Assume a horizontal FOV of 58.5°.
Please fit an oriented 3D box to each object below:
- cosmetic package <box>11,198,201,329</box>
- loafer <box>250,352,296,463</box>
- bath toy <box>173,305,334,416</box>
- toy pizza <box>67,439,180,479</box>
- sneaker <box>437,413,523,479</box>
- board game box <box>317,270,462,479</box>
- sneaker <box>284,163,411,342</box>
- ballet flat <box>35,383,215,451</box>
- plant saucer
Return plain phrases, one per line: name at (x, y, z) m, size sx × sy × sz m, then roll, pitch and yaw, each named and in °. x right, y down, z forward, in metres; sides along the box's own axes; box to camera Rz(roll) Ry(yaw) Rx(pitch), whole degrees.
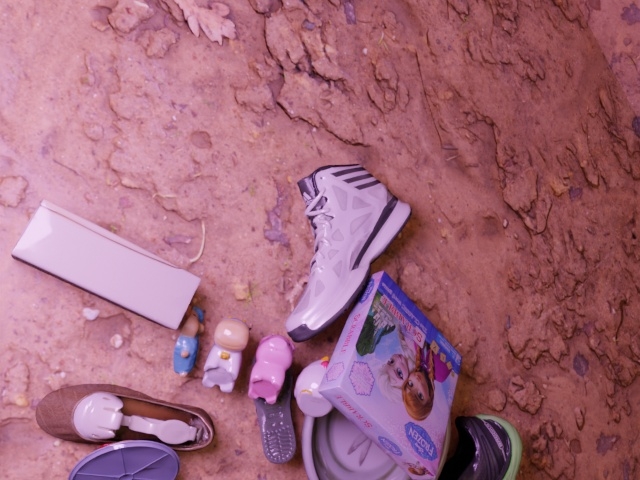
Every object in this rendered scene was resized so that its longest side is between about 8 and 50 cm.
cosmetic package at (-0.401, 0.052, 1.075) m, size 0.309 × 0.160 × 0.113 m, roll 30°, pitch 73°, yaw -23°
loafer at (-0.106, 0.354, 1.252) m, size 0.094 × 0.087 × 0.251 m, roll -1°, pitch 72°, yaw -10°
bath toy at (-0.117, 0.245, 1.177) m, size 0.348 × 0.151 × 0.129 m, roll 20°, pitch 35°, yaw -4°
toy pizza at (-0.369, 0.437, 1.085) m, size 0.201 × 0.032 × 0.201 m, roll -11°, pitch 129°, yaw -14°
sneaker at (0.346, 0.667, 1.427) m, size 0.202 × 0.185 × 0.483 m, roll 20°, pitch 73°, yaw -6°
board game box at (0.168, 0.285, 1.237) m, size 0.319 × 0.066 × 0.318 m, roll 46°, pitch 45°, yaw -20°
sneaker at (0.000, 0.000, 1.305) m, size 0.257 × 0.169 × 0.447 m, roll 42°, pitch 61°, yaw -9°
ballet flat at (-0.356, 0.348, 1.094) m, size 0.342 × 0.124 × 0.116 m, roll 21°, pitch 73°, yaw -24°
plant saucer at (0.122, 0.445, 1.345) m, size 0.400 × 0.100 × 0.401 m, roll 2°, pitch 85°, yaw -28°
